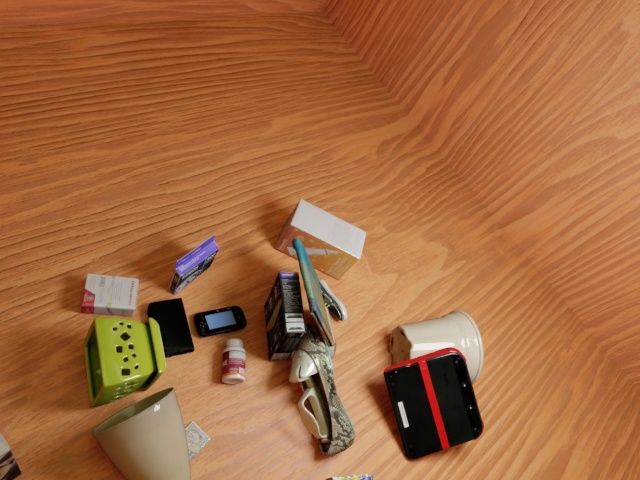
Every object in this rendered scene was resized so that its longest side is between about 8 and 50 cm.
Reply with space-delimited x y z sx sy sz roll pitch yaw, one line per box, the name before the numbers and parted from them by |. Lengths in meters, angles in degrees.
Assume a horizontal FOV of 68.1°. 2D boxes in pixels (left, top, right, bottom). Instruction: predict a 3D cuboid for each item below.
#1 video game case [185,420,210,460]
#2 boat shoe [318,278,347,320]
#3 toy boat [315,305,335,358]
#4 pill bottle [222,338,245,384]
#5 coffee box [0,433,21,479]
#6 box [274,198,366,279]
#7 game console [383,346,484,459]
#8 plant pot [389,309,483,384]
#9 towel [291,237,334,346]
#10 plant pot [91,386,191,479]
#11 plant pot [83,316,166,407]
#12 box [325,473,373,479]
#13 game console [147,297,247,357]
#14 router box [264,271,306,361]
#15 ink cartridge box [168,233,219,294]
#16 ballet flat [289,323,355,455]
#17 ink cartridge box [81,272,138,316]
video game case | -0.442 0.682 1.585 0.087 0.011 0.122 44 49 4
boat shoe | 0.031 0.273 2.092 0.070 0.078 0.219 -22 63 -38
toy boat | -0.021 0.388 1.959 0.151 0.151 0.231 -13 61 -1
pill bottle | -0.322 0.449 1.763 0.086 0.086 0.152 11 53 -22
coffee box | -0.893 0.582 1.213 0.119 0.297 0.168 46 50 11
box | 0.000 0.000 2.165 0.345 0.215 0.168 26 50 -10
game console | 0.459 0.650 1.904 0.341 0.060 0.387 -16 91 -2
plant pot | 0.481 0.476 2.067 0.305 0.334 0.334 0 58 -15
towel | -0.031 0.196 1.831 0.040 0.272 0.370 -20 45 4
plant pot | -0.511 0.638 1.445 0.256 0.256 0.274 -25 89 -38
plant pot | -0.636 0.387 1.547 0.207 0.228 0.227 -1 59 -38
box | 0.108 0.884 1.718 0.168 0.059 0.054 8 57 -24
game console | -0.462 0.309 1.810 0.361 0.044 0.213 -7 62 -33
router box | -0.142 0.297 1.817 0.080 0.309 0.243 2 58 -18
ink cartridge box | -0.486 0.092 1.836 0.045 0.208 0.206 41 49 6
ballet flat | -0.018 0.557 1.761 0.181 0.164 0.483 -11 78 -43
ink cartridge box | -0.755 0.198 1.704 0.175 0.072 0.128 9 54 -23
